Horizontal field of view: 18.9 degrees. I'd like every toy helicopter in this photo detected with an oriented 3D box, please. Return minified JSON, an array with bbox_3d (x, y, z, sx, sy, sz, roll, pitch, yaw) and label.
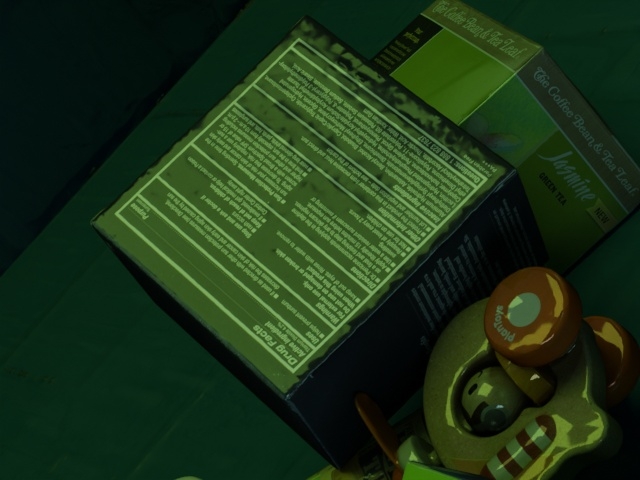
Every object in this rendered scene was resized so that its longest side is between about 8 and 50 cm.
[{"bbox_3d":[0.148,0.210,1.621,0.235,0.140,0.355,-20,55,29],"label":"toy helicopter"}]

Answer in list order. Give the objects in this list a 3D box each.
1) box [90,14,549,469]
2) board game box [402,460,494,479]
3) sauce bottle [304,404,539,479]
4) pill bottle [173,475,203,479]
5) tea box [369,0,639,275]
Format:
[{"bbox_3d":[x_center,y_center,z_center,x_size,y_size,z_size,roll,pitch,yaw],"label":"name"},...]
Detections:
[{"bbox_3d":[0.000,0.000,1.814,0.294,0.183,0.296,-44,57,-10],"label":"box"},{"bbox_3d":[0.157,0.311,1.407,0.347,0.078,0.233,9,85,60],"label":"board game box"},{"bbox_3d":[0.118,0.201,1.790,0.344,0.111,0.111,-35,23,15],"label":"sauce bottle"},{"bbox_3d":[-0.083,0.326,1.758,0.121,0.216,0.121,-35,24,18],"label":"pill bottle"},{"bbox_3d":[0.133,-0.067,2.117,0.323,0.220,0.329,-43,22,2],"label":"tea box"}]
